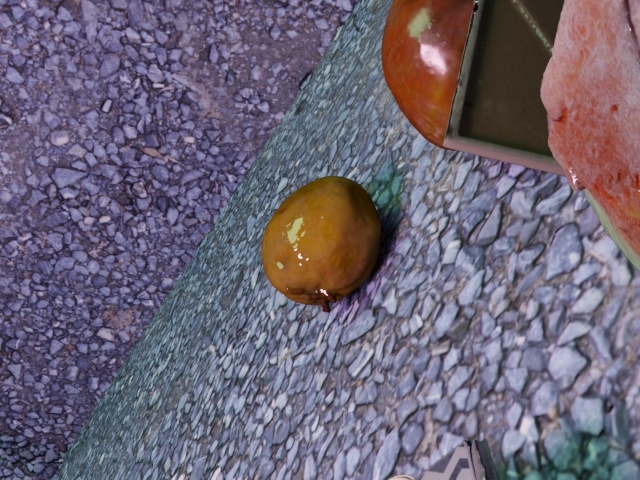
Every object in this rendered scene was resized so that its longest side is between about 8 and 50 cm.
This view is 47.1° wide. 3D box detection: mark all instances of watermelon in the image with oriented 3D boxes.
[{"bbox_3d":[0.316,-0.135,0.563,0.250,0.293,0.283,-28,42,-12],"label":"watermelon"}]

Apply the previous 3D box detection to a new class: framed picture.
[{"bbox_3d":[0.278,-0.203,0.790,0.022,0.247,0.335,97,-173,-60],"label":"framed picture"}]

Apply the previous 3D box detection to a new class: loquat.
[{"bbox_3d":[0.000,0.000,1.271,0.238,0.193,0.238,-41,31,32],"label":"loquat"}]

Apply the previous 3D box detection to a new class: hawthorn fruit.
[{"bbox_3d":[0.214,-0.236,0.990,0.298,0.277,0.277,95,-169,-61],"label":"hawthorn fruit"}]

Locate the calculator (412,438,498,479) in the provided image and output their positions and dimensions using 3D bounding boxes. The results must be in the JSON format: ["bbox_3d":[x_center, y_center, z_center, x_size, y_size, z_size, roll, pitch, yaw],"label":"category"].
[{"bbox_3d":[0.092,0.286,0.543,0.166,0.028,0.274,-48,23,25],"label":"calculator"}]

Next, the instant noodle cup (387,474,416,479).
[{"bbox_3d":[0.110,0.300,0.695,0.151,0.122,0.151,-44,26,29],"label":"instant noodle cup"}]
